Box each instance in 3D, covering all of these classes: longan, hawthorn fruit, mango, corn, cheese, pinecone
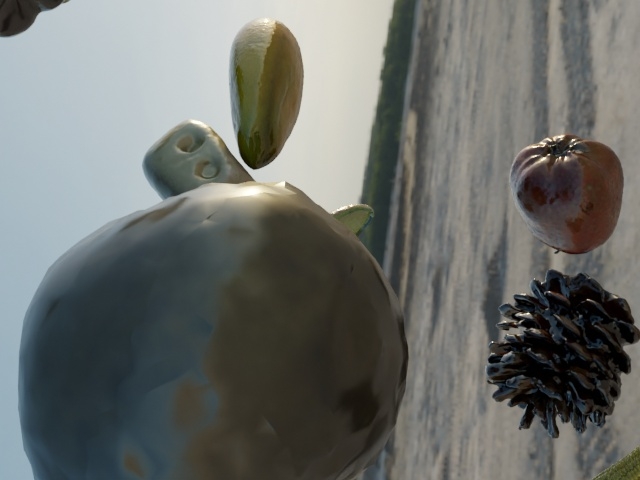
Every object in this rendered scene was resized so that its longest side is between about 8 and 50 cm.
[{"bbox_3d":[-0.117,0.140,0.938,0.436,0.404,0.404,179,99,-68],"label":"longan"},{"bbox_3d":[0.352,-0.044,1.249,0.162,0.163,0.203,-78,-30,-55],"label":"hawthorn fruit"},{"bbox_3d":[-0.086,-0.226,1.342,0.317,0.119,0.176,-87,3,-47],"label":"mango"},{"bbox_3d":[0.534,0.420,1.524,0.244,0.093,0.093,-52,16,34],"label":"corn"},{"bbox_3d":[-0.160,-0.064,1.296,0.218,0.117,0.235,57,169,-30],"label":"cheese"},{"bbox_3d":[0.435,0.215,1.647,0.296,0.242,0.298,-69,11,-16],"label":"pinecone"}]

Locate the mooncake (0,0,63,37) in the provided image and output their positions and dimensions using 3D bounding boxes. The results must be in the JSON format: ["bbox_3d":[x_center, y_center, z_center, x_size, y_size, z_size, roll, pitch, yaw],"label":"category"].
[{"bbox_3d":[-0.518,-0.443,1.404,0.245,0.133,0.245,-33,-28,-21],"label":"mooncake"}]

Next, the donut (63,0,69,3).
[{"bbox_3d":[-0.494,-0.523,1.649,0.068,0.175,0.174,22,-106,-67],"label":"donut"}]

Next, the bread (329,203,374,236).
[{"bbox_3d":[0.000,0.000,1.636,0.033,0.228,0.228,58,173,15],"label":"bread"}]
